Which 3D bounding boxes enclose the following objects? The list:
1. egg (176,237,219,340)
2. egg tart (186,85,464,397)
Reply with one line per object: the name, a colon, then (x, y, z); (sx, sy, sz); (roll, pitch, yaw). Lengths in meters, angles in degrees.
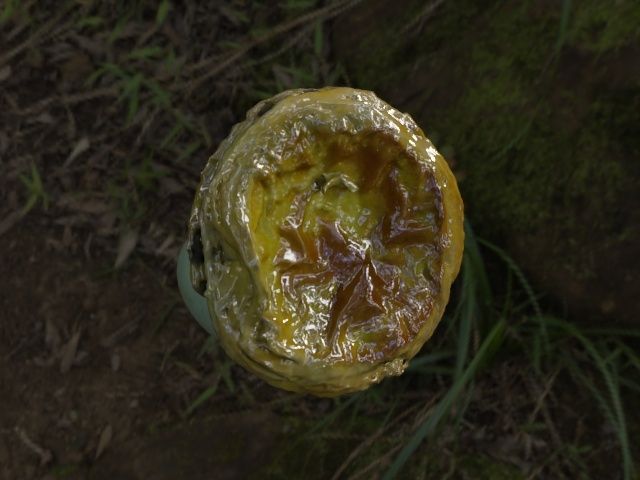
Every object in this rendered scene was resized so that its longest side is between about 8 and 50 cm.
egg: (-0.051, 0.042, 1.089); (0.192, 0.149, 0.149); (15, 40, 14)
egg tart: (0.000, 0.000, 0.848); (0.241, 0.241, 0.106); (-8, 8, -30)
